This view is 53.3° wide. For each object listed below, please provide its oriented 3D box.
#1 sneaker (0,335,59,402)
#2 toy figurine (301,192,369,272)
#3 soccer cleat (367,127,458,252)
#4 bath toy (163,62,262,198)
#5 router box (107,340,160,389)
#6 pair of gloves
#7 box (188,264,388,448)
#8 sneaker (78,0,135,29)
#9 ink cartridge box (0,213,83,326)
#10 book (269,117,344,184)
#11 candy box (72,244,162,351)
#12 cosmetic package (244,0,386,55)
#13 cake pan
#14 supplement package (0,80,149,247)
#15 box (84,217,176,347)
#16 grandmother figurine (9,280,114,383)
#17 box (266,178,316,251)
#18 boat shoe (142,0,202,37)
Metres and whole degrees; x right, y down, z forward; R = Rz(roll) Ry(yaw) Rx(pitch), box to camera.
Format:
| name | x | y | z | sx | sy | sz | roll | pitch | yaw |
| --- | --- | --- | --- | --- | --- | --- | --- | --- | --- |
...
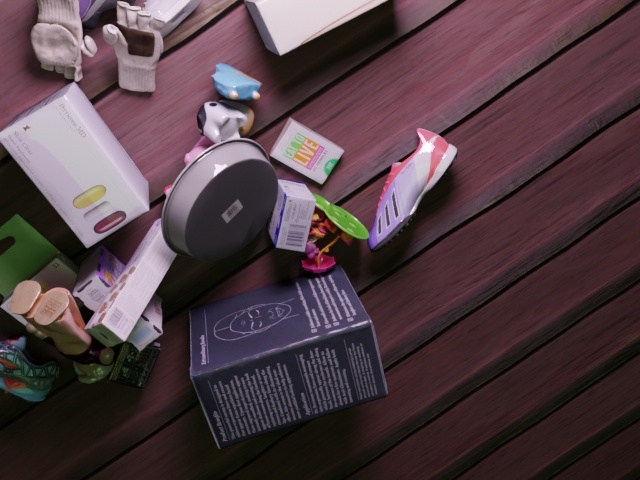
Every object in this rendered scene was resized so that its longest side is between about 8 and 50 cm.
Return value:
| name | x | y | z | sx | sy | sz | roll | pitch | yaw |
| --- | --- | --- | --- | --- | --- | --- | --- | --- | --- |
| sneaker | -0.717 | 0.259 | 1.436 | 0.262 | 0.104 | 0.125 | 34 | 82 | -29 |
| toy figurine | 0.000 | 0.000 | 1.517 | 0.173 | 0.130 | 0.159 | 36 | 109 | -3 |
| soccer cleat | 0.193 | -0.117 | 1.529 | 0.116 | 0.108 | 0.318 | 35 | 103 | -2 |
| bath toy | -0.236 | -0.192 | 1.357 | 0.151 | 0.129 | 0.348 | -4 | 125 | -55 |
| router box | -0.450 | 0.292 | 1.540 | 0.092 | 0.038 | 0.122 | 20 | 105 | -22 |
| pair of gloves | -0.426 | -0.377 | 1.221 | 0.240 | 0.042 | 0.204 | 9 | 140 | -18 |
| box | -0.085 | 0.254 | 1.474 | 0.396 | 0.293 | 0.211 | -16 | 115 | -5 |
| sneaker | -0.376 | -0.515 | 1.212 | 0.283 | 0.107 | 0.124 | -33 | 130 | 5 |
| ink cartridge box | -0.634 | 0.082 | 1.396 | 0.171 | 0.056 | 0.235 | -40 | 118 | 3 |
| book | -0.032 | -0.203 | 1.461 | 0.144 | 0.035 | 0.096 | 26 | 106 | -25 |
| candy box | -0.439 | 0.125 | 1.404 | 0.070 | 0.165 | 0.196 | -39 | 116 | 4 |
| cosmetic package | 0.016 | -0.498 | 1.281 | 0.310 | 0.160 | 0.113 | -29 | 117 | -2 |
| cake pan | -0.200 | -0.074 | 1.352 | 0.293 | 0.054 | 0.293 | -36 | 148 | -28 |
| supplement package | -0.472 | -0.154 | 1.260 | 0.145 | 0.204 | 0.261 | -32 | 116 | -1 |
| box | -0.373 | 0.075 | 1.331 | 0.063 | 0.324 | 0.067 | -20 | 124 | 34 |
| grandmother figurine | -0.529 | 0.216 | 1.378 | 0.104 | 0.208 | 0.342 | -54 | 160 | -27 |
| box | -0.069 | -0.060 | 1.446 | 0.072 | 0.137 | 0.126 | 8 | 109 | -17 |
| boat shoe | -0.317 | -0.454 | 1.264 | 0.184 | 0.066 | 0.063 | -38 | 89 | 13 |
